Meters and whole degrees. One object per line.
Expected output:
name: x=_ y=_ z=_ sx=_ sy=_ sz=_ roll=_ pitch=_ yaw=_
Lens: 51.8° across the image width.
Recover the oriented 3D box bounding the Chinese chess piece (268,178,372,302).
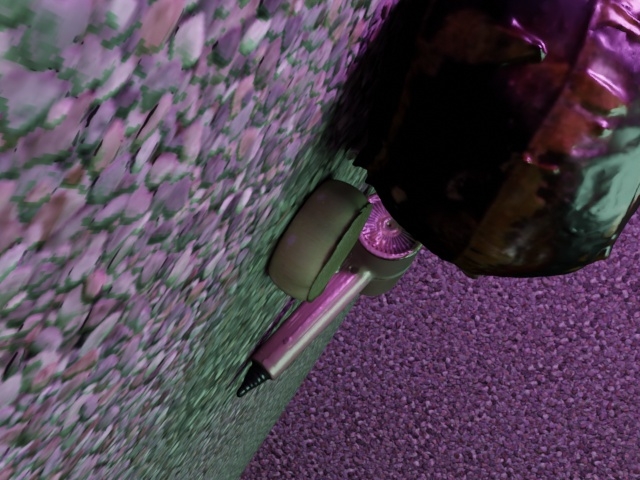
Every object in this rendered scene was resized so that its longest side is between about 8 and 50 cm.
Chinese chess piece: x=0.000 y=0.000 z=0.631 sx=0.122 sy=0.051 sz=0.122 roll=-55 pitch=170 yaw=-14

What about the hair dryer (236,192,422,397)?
hair dryer: x=0.002 y=0.089 z=0.924 sx=0.344 sy=0.107 sz=0.189 roll=-44 pitch=170 yaw=-20

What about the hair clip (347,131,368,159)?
hair clip: x=0.069 y=-0.099 z=0.703 sx=0.072 sy=0.034 sz=0.226 roll=-61 pitch=170 yaw=6

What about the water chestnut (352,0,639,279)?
water chestnut: x=0.183 y=-0.102 z=0.522 sx=0.300 sy=0.300 sz=0.300 roll=-55 pitch=172 yaw=-12
